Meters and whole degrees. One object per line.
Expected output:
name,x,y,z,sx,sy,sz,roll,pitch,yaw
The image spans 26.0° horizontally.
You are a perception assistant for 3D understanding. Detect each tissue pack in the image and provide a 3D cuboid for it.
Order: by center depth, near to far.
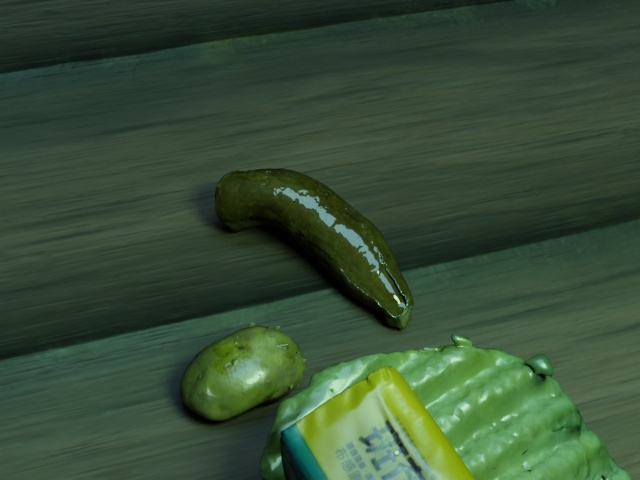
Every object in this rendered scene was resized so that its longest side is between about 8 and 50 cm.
tissue pack,0.082,0.263,1.146,0.134,0.192,0.271,-27,66,-14

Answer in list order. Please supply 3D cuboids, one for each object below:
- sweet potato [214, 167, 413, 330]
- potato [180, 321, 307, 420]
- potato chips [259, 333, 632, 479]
sweet potato,0.001,0.002,1.621,0.285,0.085,0.112,39,84,15
potato,-0.080,0.138,1.457,0.138,0.070,0.091,-22,49,-29
potato chips,0.153,0.274,1.318,0.389,0.097,0.373,-6,62,-20
